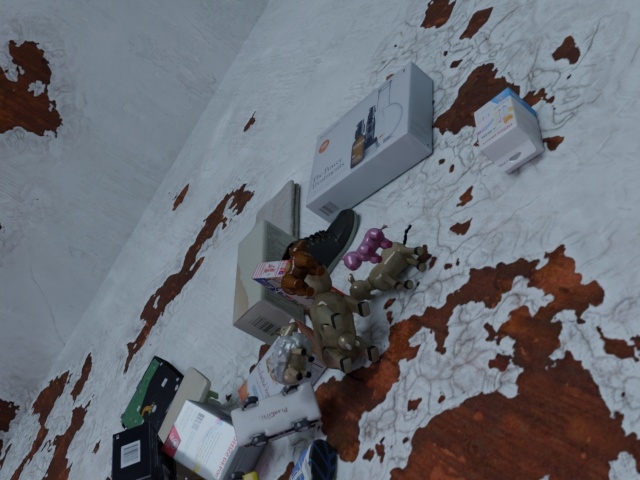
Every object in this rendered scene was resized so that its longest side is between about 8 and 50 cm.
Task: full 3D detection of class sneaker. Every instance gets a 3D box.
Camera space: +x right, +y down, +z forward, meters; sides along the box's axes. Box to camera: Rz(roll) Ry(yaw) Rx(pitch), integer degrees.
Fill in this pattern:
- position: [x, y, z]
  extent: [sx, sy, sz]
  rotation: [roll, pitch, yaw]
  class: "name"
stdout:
- position: [-0.022, 0.488, 1.333]
  extent: [0.081, 0.080, 0.211]
  rotation: [-42, 20, 39]
  class: "sneaker"
- position: [0.000, 0.000, 1.749]
  extent: [0.222, 0.118, 0.083]
  rotation: [-60, 27, -4]
  class: "sneaker"

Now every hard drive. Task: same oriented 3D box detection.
- position: [-0.486, 0.497, 2.091]
  extent: [0.339, 0.064, 0.237]
  rotation: [11, 71, 60]
  class: "hard drive"

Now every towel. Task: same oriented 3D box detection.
- position: [-0.135, -0.045, 2.099]
  extent: [0.187, 0.049, 0.282]
  rotation: [-41, 31, 30]
  class: "towel"

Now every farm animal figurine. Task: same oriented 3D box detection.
- position: [0.041, 0.124, 1.455]
  extent: [0.172, 0.330, 0.327]
  rotation: [12, 100, 59]
  class: "farm animal figurine"

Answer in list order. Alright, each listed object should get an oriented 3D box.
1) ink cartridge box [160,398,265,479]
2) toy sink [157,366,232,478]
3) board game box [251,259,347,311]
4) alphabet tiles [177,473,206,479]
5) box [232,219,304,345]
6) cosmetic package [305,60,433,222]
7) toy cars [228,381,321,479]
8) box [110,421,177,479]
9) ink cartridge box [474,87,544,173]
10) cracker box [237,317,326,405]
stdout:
- position: [-0.235, 0.458, 1.571]
  extent: [0.176, 0.127, 0.128]
  rotation: [22, 80, 28]
  class: "ink cartridge box"
- position: [-0.300, 0.459, 1.752]
  extent: [0.152, 0.131, 0.234]
  rotation: [10, 75, 61]
  class: "toy sink"
- position: [-0.043, 0.112, 1.620]
  extent: [0.146, 0.193, 0.045]
  rotation: [-7, 55, 56]
  class: "board game box"
- position: [-0.303, 0.630, 1.514]
  extent: [0.277, 0.021, 0.284]
  rotation: [-9, 34, 3]
  class: "alphabet tiles"
- position: [-0.134, 0.106, 1.833]
  extent: [0.121, 0.148, 0.311]
  rotation: [-42, 29, 28]
  class: "box"
- position: [0.127, -0.255, 1.838]
  extent: [0.377, 0.097, 0.285]
  rotation: [-34, 33, 38]
  class: "cosmetic package"
- position: [-0.140, 0.456, 1.441]
  extent: [0.176, 0.087, 0.394]
  rotation: [25, 73, 27]
  class: "toy cars"
- position: [-0.385, 0.516, 1.538]
  extent: [0.093, 0.158, 0.156]
  rotation: [-20, 35, -2]
  class: "box"
- position: [0.373, -0.212, 1.386]
  extent: [0.092, 0.090, 0.143]
  rotation: [-37, 33, 34]
  class: "ink cartridge box"
- position: [-0.088, 0.316, 1.620]
  extent: [0.232, 0.067, 0.156]
  rotation: [-53, 28, 7]
  class: "cracker box"
